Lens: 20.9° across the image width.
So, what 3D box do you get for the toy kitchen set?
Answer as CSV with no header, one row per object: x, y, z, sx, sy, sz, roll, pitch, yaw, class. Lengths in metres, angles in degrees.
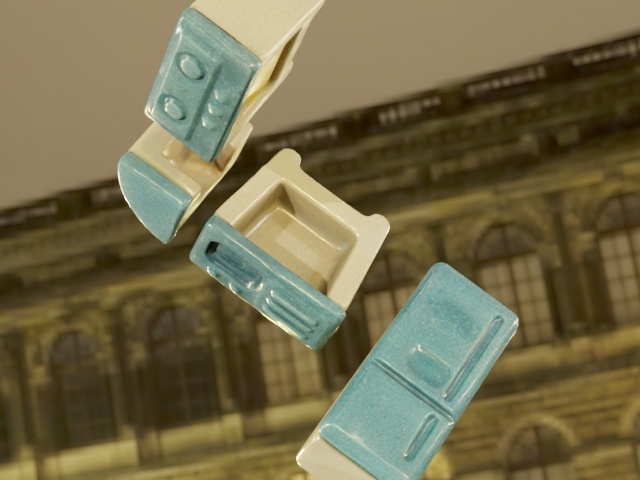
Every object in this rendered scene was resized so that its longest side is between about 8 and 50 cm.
0.000,0.000,0.804,0.122,0.207,0.166,-53,-2,-33,toy kitchen set
